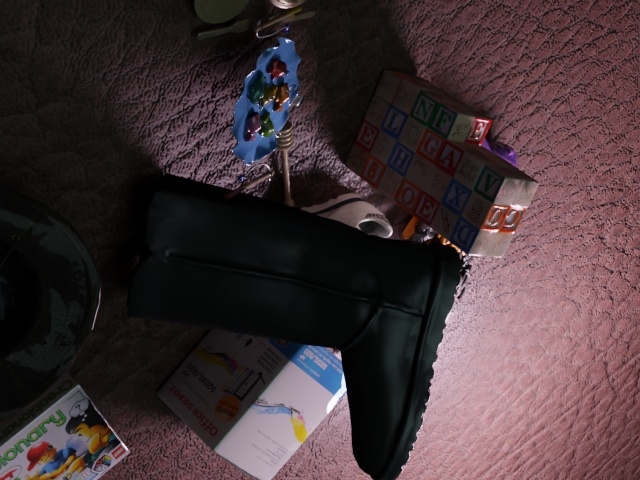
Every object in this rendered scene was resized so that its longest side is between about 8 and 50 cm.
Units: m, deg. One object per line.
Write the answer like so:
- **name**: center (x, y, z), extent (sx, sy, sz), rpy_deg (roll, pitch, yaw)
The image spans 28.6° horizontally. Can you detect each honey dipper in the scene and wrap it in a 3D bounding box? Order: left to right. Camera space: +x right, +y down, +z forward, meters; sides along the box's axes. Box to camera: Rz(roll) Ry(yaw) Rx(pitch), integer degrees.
- **honey dipper**: center (-0.054, -0.110, 1.890), extent (0.030, 0.030, 0.160), rpy_deg (-27, 137, -26)

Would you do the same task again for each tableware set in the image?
- **tableware set**: center (-0.088, -0.346, 1.678), extent (0.194, 0.039, 0.128), rpy_deg (-17, 141, -27)

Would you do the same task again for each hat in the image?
- **hat**: center (-0.452, 0.063, 1.562), extent (0.331, 0.134, 0.331), rpy_deg (-9, 109, -28)

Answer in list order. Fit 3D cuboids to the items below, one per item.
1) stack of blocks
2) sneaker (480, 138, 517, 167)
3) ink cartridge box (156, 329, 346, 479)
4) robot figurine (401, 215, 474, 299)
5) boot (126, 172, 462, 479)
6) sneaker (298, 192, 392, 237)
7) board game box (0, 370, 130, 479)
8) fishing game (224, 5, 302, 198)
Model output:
- **stack of blocks**: center (0.185, -0.120, 1.895), extent (0.087, 0.297, 0.171), rpy_deg (4, 116, -44)
- **sneaker**: center (0.285, -0.135, 2.146), extent (0.104, 0.095, 0.236), rpy_deg (-51, 145, -12)
- **ink cartridge box**: center (-0.100, 0.229, 1.981), extent (0.232, 0.171, 0.168), rpy_deg (-50, 139, -4)
- **robot figurine**: center (0.168, 0.078, 2.163), extent (0.211, 0.085, 0.291), rpy_deg (25, 89, -53)
- **boot**: center (-0.061, 0.130, 1.789), extent (0.445, 0.146, 0.366), rpy_deg (13, 94, -12)
- **sneaker**: center (0.000, 0.000, 1.968), extent (0.235, 0.095, 0.090), rpy_deg (-27, 136, -24)
- **board game box**: center (-0.445, 0.346, 1.834), extent (0.305, 0.053, 0.193), rpy_deg (-40, 138, -14)
- **fishing game**: center (-0.066, -0.188, 1.728), extent (0.189, 0.041, 0.264), rpy_deg (-35, 142, -60)
